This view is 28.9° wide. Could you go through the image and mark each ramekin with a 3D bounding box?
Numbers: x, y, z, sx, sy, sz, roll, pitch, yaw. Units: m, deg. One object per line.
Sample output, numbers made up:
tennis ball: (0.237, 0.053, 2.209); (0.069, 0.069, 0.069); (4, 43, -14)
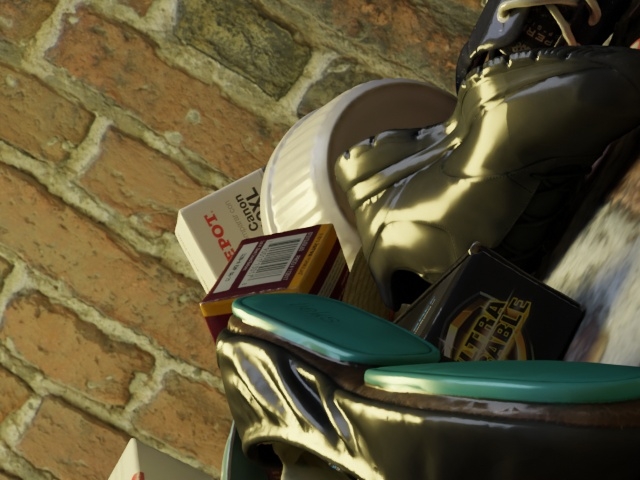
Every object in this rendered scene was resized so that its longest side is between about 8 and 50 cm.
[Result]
ramekin: (0.062, -0.036, 1.040); (0.207, 0.207, 0.109); (-60, 8, -26)

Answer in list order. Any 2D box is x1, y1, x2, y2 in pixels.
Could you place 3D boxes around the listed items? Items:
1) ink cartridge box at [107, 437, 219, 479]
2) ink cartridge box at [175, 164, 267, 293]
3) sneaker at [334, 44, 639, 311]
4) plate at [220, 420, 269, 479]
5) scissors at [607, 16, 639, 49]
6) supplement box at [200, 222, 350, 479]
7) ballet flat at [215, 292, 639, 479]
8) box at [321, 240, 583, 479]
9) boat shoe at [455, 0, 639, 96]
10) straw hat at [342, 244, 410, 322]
ink cartridge box: (-0.215, 0.435, 1.268); (0.385, 0.160, 0.279); (-61, 14, 1)
ink cartridge box: (0.000, 0.000, 1.214); (0.237, 0.172, 0.100); (-28, -5, -10)
sneaker: (0.116, -0.032, 0.774); (0.286, 0.109, 0.130); (-31, 66, 59)
plate: (-0.041, 0.197, 0.963); (0.188, 0.024, 0.188); (-8, -90, -71)
scissors: (0.204, -0.114, 0.917); (0.109, 0.021, 0.297); (-60, 0, 18)
supplement box: (-0.010, 0.096, 0.931); (0.104, 0.080, 0.188); (-61, -44, -59)
ballet flat: (0.038, 0.079, 0.475); (0.280, 0.095, 0.096); (-173, 83, -67)
box: (0.012, 0.171, 0.699); (0.296, 0.073, 0.293); (-60, 0, -16)
boat shoe: (0.198, -0.203, 0.906); (0.158, 0.127, 0.340); (-59, -6, -23)
straw hat: (0.080, 0.055, 0.906); (0.061, 0.144, 0.144); (4, 55, 43)
